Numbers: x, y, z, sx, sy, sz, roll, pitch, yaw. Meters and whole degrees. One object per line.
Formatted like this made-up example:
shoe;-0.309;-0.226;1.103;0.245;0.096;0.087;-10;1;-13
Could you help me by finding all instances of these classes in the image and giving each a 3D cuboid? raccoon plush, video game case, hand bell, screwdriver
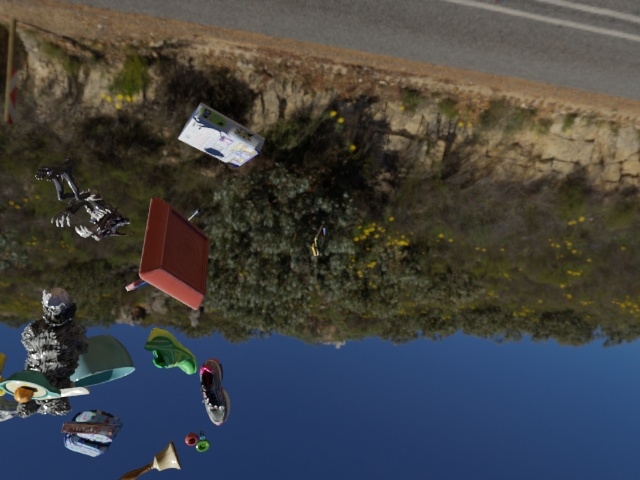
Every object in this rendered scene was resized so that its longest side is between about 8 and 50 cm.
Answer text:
raccoon plush;-0.960;0.409;1.488;0.216;0.446;0.299;-2;-132;-14
video game case;-0.825;0.167;2.211;0.285;0.025;0.204;-30;179;6
hand bell;-0.722;0.949;1.798;0.242;0.126;0.126;-20;-160;-21
screwdriver;-0.700;-0.135;2.351;0.170;0.024;0.025;-28;138;35
video game case;-0.361;-0.368;1.554;0.244;0.061;0.269;26;164;-25

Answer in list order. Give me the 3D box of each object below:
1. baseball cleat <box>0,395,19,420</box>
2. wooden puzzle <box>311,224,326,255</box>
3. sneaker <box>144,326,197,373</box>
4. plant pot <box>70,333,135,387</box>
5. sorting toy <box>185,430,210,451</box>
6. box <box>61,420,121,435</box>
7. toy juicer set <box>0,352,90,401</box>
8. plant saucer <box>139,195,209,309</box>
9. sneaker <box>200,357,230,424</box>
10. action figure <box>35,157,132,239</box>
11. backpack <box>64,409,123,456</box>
baseball cleat;-1.296;0.690;1.748;0.072;0.109;0.206;46;170;27
wooden puzzle;0.000;0.000;1.318;0.014;0.078;0.116;9;-130;15
sneaker;-0.613;0.467;1.749;0.109;0.123;0.295;8;142;35
plant pot;-1.075;0.572;2.092;0.290;0.195;0.290;-18;161;-6
sorting toy;-0.468;0.760;1.648;0.102;0.061;0.042;43;177;-27
box;-0.659;0.543;1.246;0.137;0.027;0.094;8;160;-10
toy juicer set;-0.926;0.462;1.330;0.209;0.089;0.329;-25;133;24
plant saucer;-0.400;0.036;1.241;0.048;0.259;0.258;-14;148;15
sneaker;-0.506;0.709;2.000;0.121;0.299;0.112;-14;178;5
action figure;-0.630;-0.079;1.148;0.164;0.275;0.141;7;-130;29
backpack;-0.769;0.651;1.468;0.158;0.173;0.116;36;-138;-24
